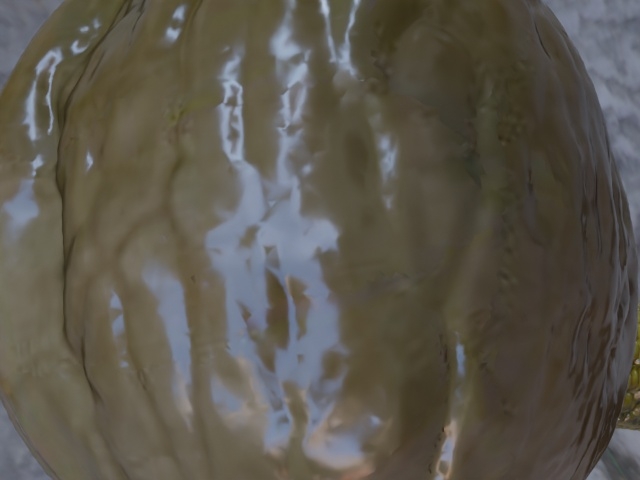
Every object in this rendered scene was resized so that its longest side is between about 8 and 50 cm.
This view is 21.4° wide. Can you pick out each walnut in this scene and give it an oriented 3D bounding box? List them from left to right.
[{"bbox_3d":[0.000,0.000,0.543,0.228,0.228,0.228,-5,72,17],"label":"walnut"}]

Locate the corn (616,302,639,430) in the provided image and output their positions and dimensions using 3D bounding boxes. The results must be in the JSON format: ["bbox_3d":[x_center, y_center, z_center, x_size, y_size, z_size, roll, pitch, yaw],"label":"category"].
[{"bbox_3d":[0.186,0.086,1.241,0.101,0.310,0.101,-19,65,50],"label":"corn"}]
